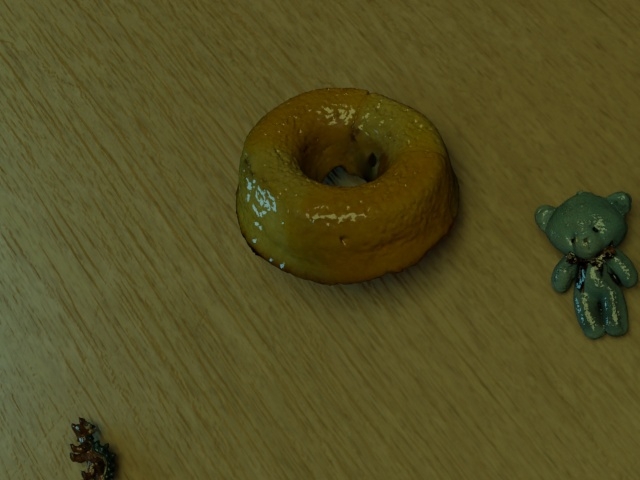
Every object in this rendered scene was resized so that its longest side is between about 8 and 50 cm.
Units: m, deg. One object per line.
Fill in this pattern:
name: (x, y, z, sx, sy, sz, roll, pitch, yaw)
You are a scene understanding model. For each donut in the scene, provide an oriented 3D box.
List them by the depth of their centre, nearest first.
donut: (0.027, -0.085, 1.378, 0.303, 0.110, 0.303, -5, 48, 5)

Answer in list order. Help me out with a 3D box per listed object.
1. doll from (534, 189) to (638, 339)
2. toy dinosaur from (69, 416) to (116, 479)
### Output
doll: (0.326, 0.026, 1.300, 0.120, 0.075, 0.180, -11, 71, 21)
toy dinosaur: (-0.305, 0.307, 1.466, 0.055, 0.049, 0.154, -18, 62, -29)
